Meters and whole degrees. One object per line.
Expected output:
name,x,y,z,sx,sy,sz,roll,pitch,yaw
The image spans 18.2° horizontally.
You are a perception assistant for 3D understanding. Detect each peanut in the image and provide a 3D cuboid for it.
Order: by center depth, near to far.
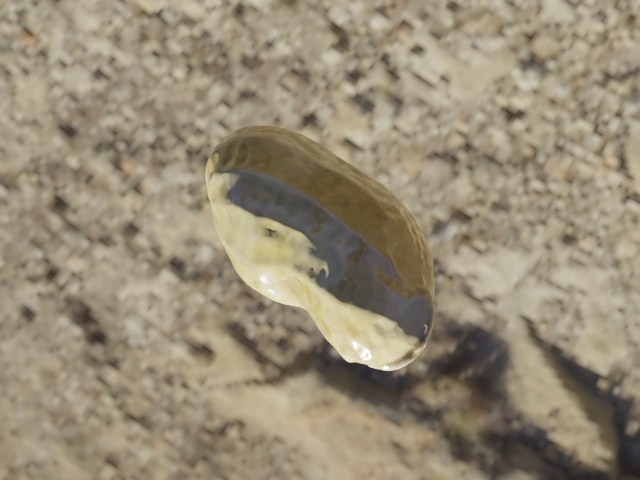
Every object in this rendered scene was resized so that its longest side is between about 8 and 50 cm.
peanut,0.004,-0.005,2.152,0.340,0.174,0.158,31,152,32
